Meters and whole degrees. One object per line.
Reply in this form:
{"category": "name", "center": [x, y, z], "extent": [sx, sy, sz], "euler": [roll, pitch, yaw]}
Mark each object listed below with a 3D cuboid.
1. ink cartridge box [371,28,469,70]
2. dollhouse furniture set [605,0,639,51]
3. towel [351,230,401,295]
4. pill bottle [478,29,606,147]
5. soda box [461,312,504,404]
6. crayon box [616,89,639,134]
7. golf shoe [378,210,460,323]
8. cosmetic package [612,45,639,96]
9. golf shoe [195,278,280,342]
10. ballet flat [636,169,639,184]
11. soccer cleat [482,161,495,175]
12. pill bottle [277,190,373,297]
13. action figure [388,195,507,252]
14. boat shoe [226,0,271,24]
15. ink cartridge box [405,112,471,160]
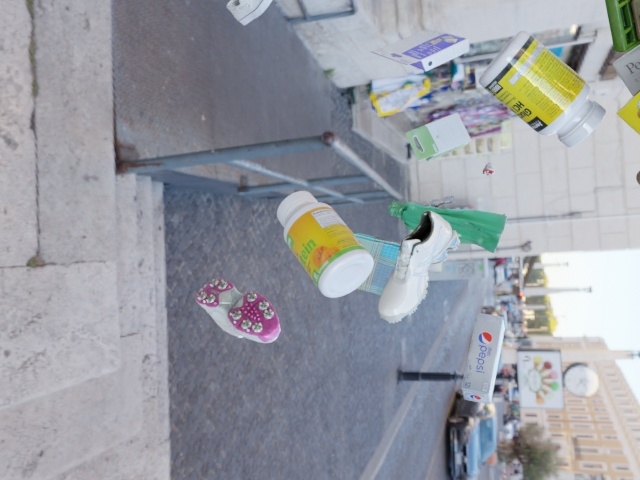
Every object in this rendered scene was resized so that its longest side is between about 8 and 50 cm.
{"category": "ink cartridge box", "center": [0.284, -0.545, 1.637], "extent": [0.206, 0.208, 0.045], "euler": [47, -22, 52]}
{"category": "dollhouse furniture set", "center": [0.866, -0.588, 1.337], "extent": [0.151, 0.301, 0.197], "euler": [61, -11, -25]}
{"category": "towel", "center": [0.162, 0.088, 2.147], "extent": [0.040, 0.370, 0.271], "euler": [-69, 171, -51]}
{"category": "pill bottle", "center": [0.640, -0.427, 1.632], "extent": [0.334, 0.188, 0.188], "euler": [40, 27, -1]}
{"category": "soda box", "center": [0.548, 0.393, 1.900], "extent": [0.286, 0.091, 0.098], "euler": [-68, 150, -31]}
{"category": "crayon box", "center": [0.919, -0.312, 1.258], "extent": [0.106, 0.313, 0.363], "euler": [-35, 167, -32]}
{"category": "golf shoe", "center": [0.128, 0.034, 0.832], "extent": [0.176, 0.069, 0.086], "euler": [-56, 133, -12]}
{"category": "cosmetic package", "center": [1.046, -0.418, 1.445], "extent": [0.327, 0.329, 0.393], "euler": [-32, 88, -37]}
{"category": "golf shoe", "center": [-0.200, 0.203, 1.492], "extent": [0.115, 0.306, 0.140], "euler": [-40, 131, -25]}
{"category": "ballet flat", "center": [1.171, -0.168, 1.791], "extent": [0.116, 0.342, 0.124], "euler": [-55, 143, 5]}
{"category": "soccer cleat", "center": [0.473, -0.202, 1.589], "extent": [0.083, 0.029, 0.035], "euler": [-22, 131, -82]}
{"category": "pill bottle", "center": [0.000, 0.000, 1.296], "extent": [0.245, 0.136, 0.136], "euler": [52, -1, 34]}
{"category": "action figure", "center": [0.252, -0.044, 1.158], "extent": [0.137, 0.232, 0.063], "euler": [86, 21, -55]}
{"category": "boat shoe", "center": [-0.202, -0.703, 1.647], "extent": [0.084, 0.258, 0.095], "euler": [31, 71, -27]}
{"category": "ink cartridge box", "center": [0.382, -0.335, 1.883], "extent": [0.109, 0.209, 0.062], "euler": [65, -16, 6]}
